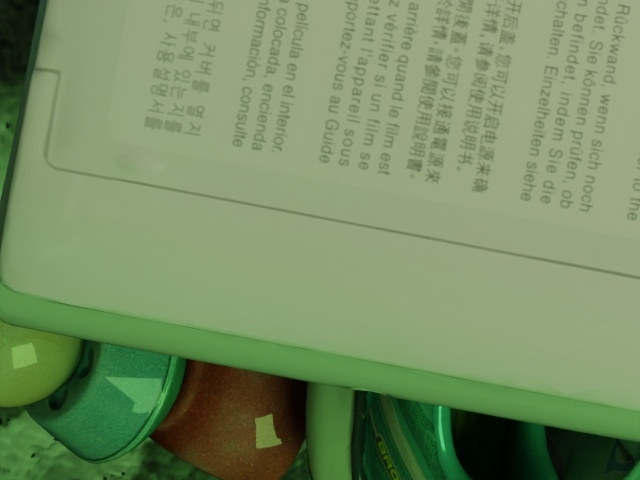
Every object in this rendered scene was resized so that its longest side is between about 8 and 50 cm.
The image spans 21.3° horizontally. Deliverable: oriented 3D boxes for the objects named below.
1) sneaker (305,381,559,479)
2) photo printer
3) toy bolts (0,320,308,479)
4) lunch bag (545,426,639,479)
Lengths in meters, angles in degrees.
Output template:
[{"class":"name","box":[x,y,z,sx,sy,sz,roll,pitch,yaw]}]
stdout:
[{"class":"sneaker","box":[0.059,-0.005,0.685,0.107,0.110,0.275,-7,95,-34]},{"class":"photo printer","box":[0.063,-0.069,0.575,0.308,0.107,0.256,10,89,-1]},{"class":"toy bolts","box":[-0.104,0.122,0.709,0.158,0.218,0.228,19,91,-38]},{"class":"lunch bag","box":[0.165,0.015,0.754,0.108,0.279,0.224,35,103,-20]}]
